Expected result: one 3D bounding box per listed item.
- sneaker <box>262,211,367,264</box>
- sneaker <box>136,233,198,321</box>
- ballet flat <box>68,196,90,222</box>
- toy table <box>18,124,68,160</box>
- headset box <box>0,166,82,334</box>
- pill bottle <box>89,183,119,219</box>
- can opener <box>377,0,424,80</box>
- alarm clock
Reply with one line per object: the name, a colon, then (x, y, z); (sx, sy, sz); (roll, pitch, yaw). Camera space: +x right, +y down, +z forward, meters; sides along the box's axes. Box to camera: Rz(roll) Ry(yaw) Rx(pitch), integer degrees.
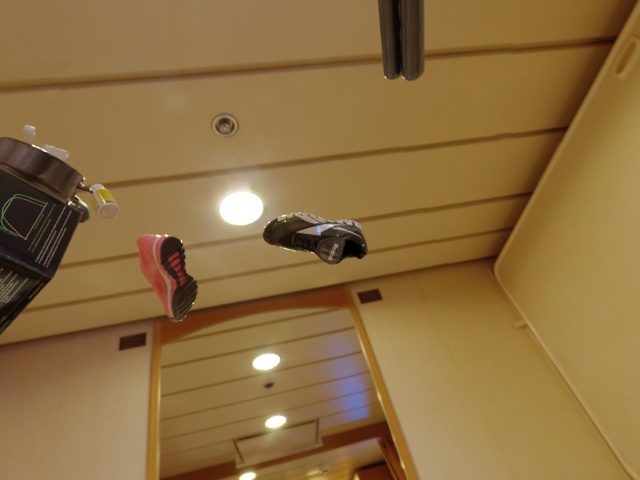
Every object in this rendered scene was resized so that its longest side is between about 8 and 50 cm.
sneaker: (0.000, 0.000, 0.833); (0.234, 0.106, 0.078); (3, -57, -24)
sneaker: (-0.473, 0.108, 1.229); (0.136, 0.116, 0.314); (13, -56, 21)
ballet flat: (-0.926, -0.137, 1.466); (0.096, 0.280, 0.095); (-8, -66, -40)
toy table: (-0.930, -0.240, 1.234); (0.274, 0.161, 0.252); (-6, -15, 32)
headset box: (-0.469, 0.006, 0.422); (0.246, 0.131, 0.283); (-41, -54, 17)
pill bottle: (-0.684, -0.125, 1.260); (0.065, 0.116, 0.065); (-31, -29, -20)
can opener: (0.108, -0.374, 0.595); (0.093, 0.074, 0.280); (-47, -40, -29)
alarm clock: (-0.483, -0.119, 0.652); (0.129, 0.064, 0.192); (3, -27, 43)
